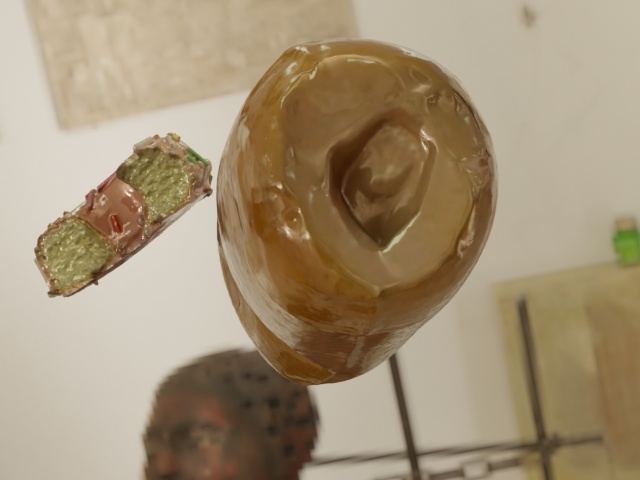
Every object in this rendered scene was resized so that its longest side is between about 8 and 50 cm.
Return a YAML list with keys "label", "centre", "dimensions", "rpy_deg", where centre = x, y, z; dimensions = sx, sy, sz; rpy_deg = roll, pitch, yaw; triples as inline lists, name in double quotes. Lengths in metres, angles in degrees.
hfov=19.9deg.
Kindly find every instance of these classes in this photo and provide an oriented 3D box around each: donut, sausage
- label: "donut"
  centre: [-0.147, -0.026, 1.423]
  dimensions: [0.166, 0.065, 0.117]
  rpy_deg: [-37, 1, 18]
- label: "sausage"
  centre: [0.004, -0.003, 0.891]
  dimensions: [0.116, 0.134, 0.354]
  rpy_deg: [-34, -4, -10]
